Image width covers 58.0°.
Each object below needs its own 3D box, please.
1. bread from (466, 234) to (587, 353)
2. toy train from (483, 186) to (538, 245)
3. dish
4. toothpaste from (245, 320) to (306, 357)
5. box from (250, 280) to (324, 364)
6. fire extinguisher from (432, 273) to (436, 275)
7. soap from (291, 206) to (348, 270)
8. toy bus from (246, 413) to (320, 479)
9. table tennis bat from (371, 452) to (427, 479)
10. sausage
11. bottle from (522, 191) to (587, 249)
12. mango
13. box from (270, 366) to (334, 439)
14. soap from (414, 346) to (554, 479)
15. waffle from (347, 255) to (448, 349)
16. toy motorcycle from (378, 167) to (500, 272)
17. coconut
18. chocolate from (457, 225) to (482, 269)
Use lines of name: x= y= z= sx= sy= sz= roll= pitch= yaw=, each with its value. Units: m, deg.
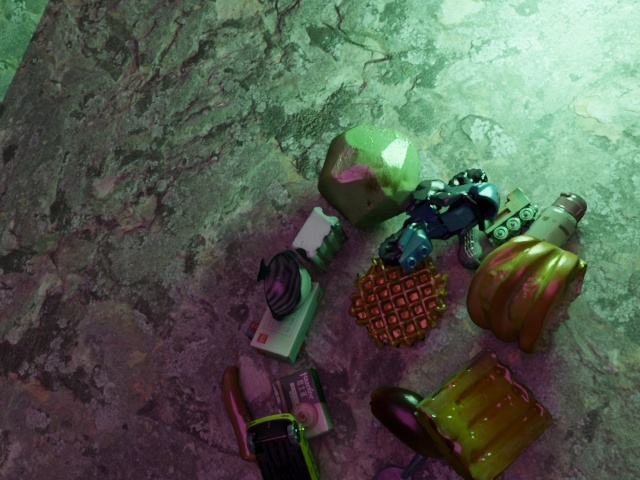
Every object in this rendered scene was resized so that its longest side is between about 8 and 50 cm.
bread: x=0.546 y=0.146 z=1.562 sx=0.270 sy=0.211 sz=0.315 roll=28 pitch=116 yaw=18
toy train: x=0.564 y=-0.064 z=1.742 sx=0.176 sy=0.074 sz=0.118 roll=-37 pitch=58 yaw=8
dish: x=-0.097 y=0.129 z=1.758 sx=0.246 sy=0.078 sz=0.224 roll=28 pitch=109 yaw=50
toothpaste: x=-0.139 y=0.307 z=1.849 sx=0.193 sy=0.044 sz=0.070 roll=16 pitch=64 yaw=20
box: x=-0.100 y=0.241 z=1.805 sx=0.135 sy=0.079 sz=0.269 roll=13 pitch=62 yaw=20
fire extinguisher: x=0.349 y=0.115 z=1.776 sx=0.083 sy=0.022 sz=0.028 roll=14 pitch=117 yaw=19
soap: x=0.000 y=0.000 z=1.789 sx=0.094 sy=0.261 sz=0.150 roll=35 pitch=85 yaw=13
toy bus: x=-0.090 y=0.631 z=1.621 sx=0.145 sy=0.151 sz=0.331 roll=-16 pitch=97 yaw=11
table tennis bat: x=0.228 y=0.679 z=1.639 sx=0.124 sy=0.033 sz=0.201 roll=41 pitch=93 yaw=21
sausage: x=-0.253 y=0.538 z=1.800 sx=0.078 sy=0.078 sz=0.304 roll=-25 pitch=69 yaw=8
bottle: x=0.675 y=-0.036 z=1.676 sx=0.110 sy=0.110 sz=0.233 roll=39 pitch=87 yaw=23
mango: x=0.260 y=0.507 z=1.638 sx=0.267 sy=0.111 sz=0.133 roll=36 pitch=66 yaw=15
box: x=-0.056 y=0.500 z=1.750 sx=0.135 sy=0.081 sz=0.199 roll=-23 pitch=71 yaw=9
soap: x=0.427 y=0.469 z=1.541 sx=0.281 sy=0.143 sz=0.259 roll=-34 pitch=72 yaw=-15
waffle: x=0.234 y=0.167 z=1.759 sx=0.329 sy=0.062 sz=0.329 roll=-5 pitch=76 yaw=22
toy motorcycle: x=0.356 y=-0.064 z=1.674 sx=0.416 sy=0.172 sz=0.232 roll=-40 pitch=28 yaw=-9
coconut: x=0.147 y=-0.188 z=1.792 sx=0.328 sy=0.281 sz=0.328 roll=4 pitch=80 yaw=-21
chocolate: x=0.450 y=0.010 z=1.749 sx=0.072 sy=0.072 sz=0.167 roll=-6 pitch=73 yaw=15
